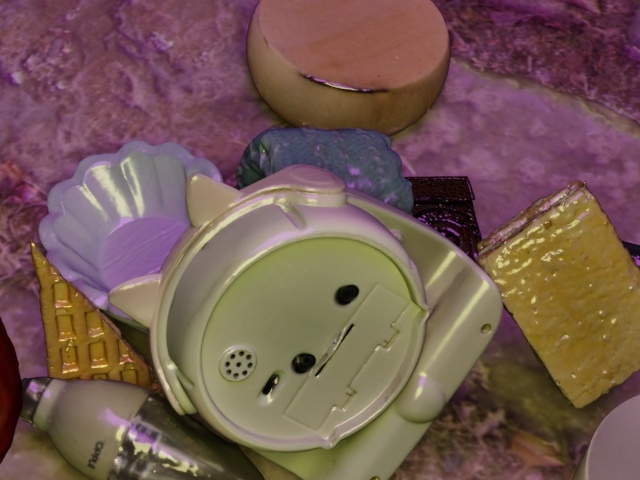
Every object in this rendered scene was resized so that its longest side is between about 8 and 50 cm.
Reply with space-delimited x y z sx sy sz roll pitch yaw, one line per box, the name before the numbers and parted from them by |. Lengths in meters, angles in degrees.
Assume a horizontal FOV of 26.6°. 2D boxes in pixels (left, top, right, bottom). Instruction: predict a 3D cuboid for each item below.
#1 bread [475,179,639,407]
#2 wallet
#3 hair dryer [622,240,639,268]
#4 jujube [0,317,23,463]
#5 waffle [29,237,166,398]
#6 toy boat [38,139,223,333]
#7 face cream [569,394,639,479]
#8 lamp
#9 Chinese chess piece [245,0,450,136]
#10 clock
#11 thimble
bread | 0.242 0.047 1.304 0.138 0.196 0.102 -36 18 -1
wallet | 0.057 -0.021 1.509 0.243 0.039 0.133 0 51 -9
hair dryer | 0.340 0.068 1.451 0.302 0.116 0.244 17 48 21
jujube | -0.431 0.104 1.056 0.377 0.276 0.276 13 47 19
waffle | -0.206 0.074 1.286 0.125 0.191 0.032 -5 29 -13
toy boat | -0.163 0.017 1.376 0.199 0.100 0.290 -33 48 -12
face cream | 0.318 0.270 1.203 0.218 0.179 0.218 5 49 -5
lamp | -0.166 0.188 1.251 0.250 0.101 0.101 24 50 6
Chinese chess piece | 0.033 -0.231 1.650 0.251 0.097 0.251 5 49 -6
clock | -0.021 0.074 1.205 0.324 0.265 0.108 30 10 -30
thimble | 0.000 0.000 1.360 0.143 0.235 0.198 -3 31 -19
